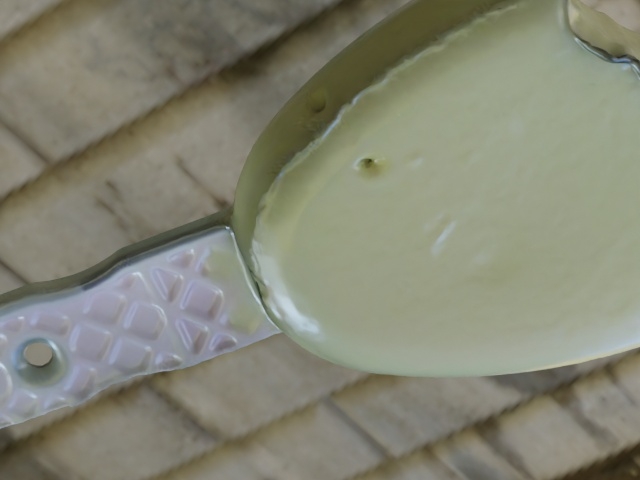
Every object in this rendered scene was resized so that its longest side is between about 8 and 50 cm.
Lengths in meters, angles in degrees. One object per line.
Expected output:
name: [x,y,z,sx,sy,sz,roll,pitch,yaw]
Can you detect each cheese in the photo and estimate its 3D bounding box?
cheese: [0.000,0.000,0.530,0.255,0.127,0.050,-19,-156,6]
